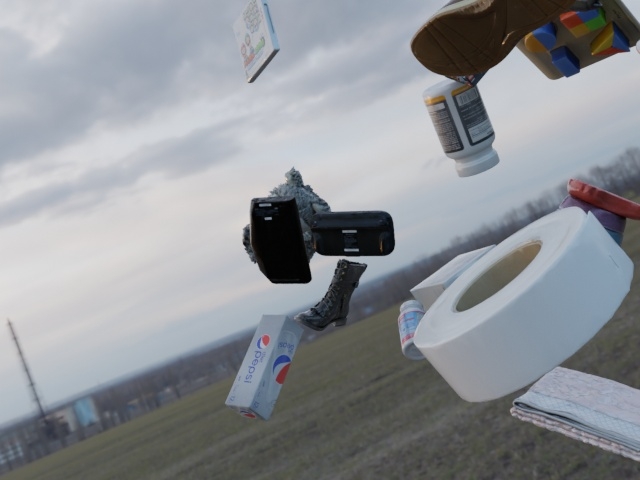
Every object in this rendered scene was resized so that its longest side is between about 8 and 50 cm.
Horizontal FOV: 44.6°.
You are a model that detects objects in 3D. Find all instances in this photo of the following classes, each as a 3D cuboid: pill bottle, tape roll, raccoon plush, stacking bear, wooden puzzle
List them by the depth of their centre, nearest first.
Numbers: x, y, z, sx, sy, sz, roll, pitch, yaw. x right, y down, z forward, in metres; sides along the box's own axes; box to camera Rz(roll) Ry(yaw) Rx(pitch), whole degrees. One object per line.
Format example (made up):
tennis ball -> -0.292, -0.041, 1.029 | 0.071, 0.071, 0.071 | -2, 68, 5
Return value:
tape roll -> 0.263, 0.081, 1.033 | 0.286, 0.100, 0.286 | -40, 3, 3
stacking bear -> 0.545, 0.029, 1.661 | 0.175, 0.289, 0.164 | 21, 11, -7
pill bottle -> 0.259, 0.242, 2.138 | 0.087, 0.087, 0.160 | -23, 37, 16
raccoon plush -> -0.043, -0.096, 2.167 | 0.299, 0.216, 0.446 | -56, 0, 34
wooden puzzle -> 0.742, -0.593, 2.293 | 0.348, 0.080, 0.322 | -15, -32, 42
pill bottle -> 0.419, -0.338, 2.303 | 0.162, 0.278, 0.162 | -22, 14, 6

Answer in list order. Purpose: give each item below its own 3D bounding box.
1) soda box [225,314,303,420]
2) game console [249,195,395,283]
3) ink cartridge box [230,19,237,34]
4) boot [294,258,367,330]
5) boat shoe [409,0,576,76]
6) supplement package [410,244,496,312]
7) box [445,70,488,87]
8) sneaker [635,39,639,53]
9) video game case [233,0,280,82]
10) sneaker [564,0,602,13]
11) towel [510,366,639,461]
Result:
soda box -> -0.152, 0.349, 2.172 | 0.098, 0.091, 0.286 | -3, 53, 39
game console -> 0.000, 0.000, 1.799 | 0.361, 0.213, 0.044 | 0, 23, 25
ink cartridge box -> -0.231, -0.658, 2.582 | 0.056, 0.135, 0.099 | -33, -30, -7
boot -> 0.035, 0.162, 2.489 | 0.091, 0.228, 0.263 | 28, 17, 32
boat shoe -> 0.276, -0.364, 1.200 | 0.342, 0.123, 0.123 | -27, 26, 57
supplement package -> 0.427, 0.159, 2.235 | 0.198, 0.199, 0.263 | -35, 1, -16
box -> 0.445, -0.536, 2.148 | 0.233, 0.044, 0.159 | -50, 30, 4
sneaker -> 0.676, -0.395, 1.383 | 0.221, 0.087, 0.128 | -25, -27, -22
video game case -> -0.140, -0.437, 1.679 | 0.019, 0.143, 0.157 | -10, -11, -29
sneaker -> 0.652, -0.628, 1.782 | 0.130, 0.286, 0.109 | 26, -9, 47
towel -> 0.670, 0.404, 1.886 | 0.332, 0.053, 0.317 | 15, 18, 35
